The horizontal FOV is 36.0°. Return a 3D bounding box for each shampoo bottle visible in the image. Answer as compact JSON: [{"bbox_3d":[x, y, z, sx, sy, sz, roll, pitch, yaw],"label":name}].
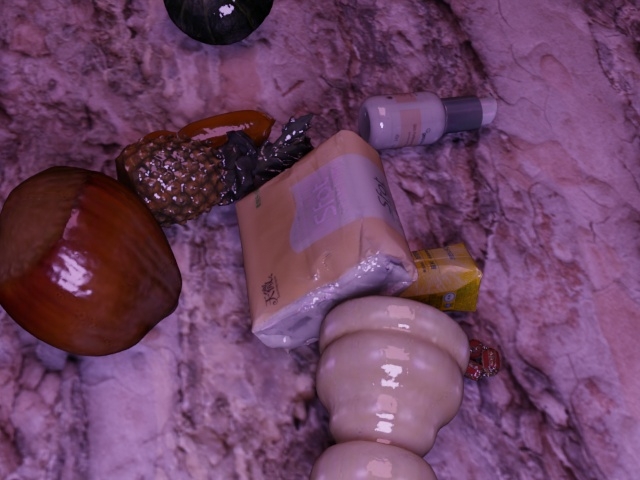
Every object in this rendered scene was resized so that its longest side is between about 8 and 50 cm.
[{"bbox_3d":[0.149,-0.167,1.341,0.192,0.074,0.074,-6,51,-16],"label":"shampoo bottle"}]

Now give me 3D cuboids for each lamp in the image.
[{"bbox_3d":[0.162,0.134,1.111,0.083,0.031,0.063,12,49,-4],"label":"lamp"}]

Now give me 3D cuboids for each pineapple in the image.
[{"bbox_3d":[-0.119,-0.090,1.206,0.251,0.125,0.125,-17,54,-18],"label":"pineapple"}]

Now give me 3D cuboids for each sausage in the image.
[{"bbox_3d":[-0.143,-0.133,1.280,0.183,0.054,0.062,-15,21,-18],"label":"sausage"}]

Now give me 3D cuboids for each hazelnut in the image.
[{"bbox_3d":[-0.247,0.012,1.054,0.210,0.186,0.210,-2,34,1],"label":"hazelnut"}]

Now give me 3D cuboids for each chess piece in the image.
[{"bbox_3d":[0.051,0.220,0.948,0.166,0.167,0.300,12,55,2],"label":"chess piece"}]

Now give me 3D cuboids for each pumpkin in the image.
[{"bbox_3d":[-0.146,-0.365,1.428,0.167,0.167,0.125,37,10,22],"label":"pumpkin"}]

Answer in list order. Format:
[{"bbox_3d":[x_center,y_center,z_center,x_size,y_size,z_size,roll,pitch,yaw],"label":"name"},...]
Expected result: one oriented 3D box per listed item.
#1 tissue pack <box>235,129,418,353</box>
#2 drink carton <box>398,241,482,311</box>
[{"bbox_3d":[0.000,0.000,1.103,0.186,0.090,0.222,-31,39,19],"label":"tissue pack"},{"bbox_3d":[0.081,0.052,1.140,0.199,0.075,0.084,-6,41,-14],"label":"drink carton"}]
